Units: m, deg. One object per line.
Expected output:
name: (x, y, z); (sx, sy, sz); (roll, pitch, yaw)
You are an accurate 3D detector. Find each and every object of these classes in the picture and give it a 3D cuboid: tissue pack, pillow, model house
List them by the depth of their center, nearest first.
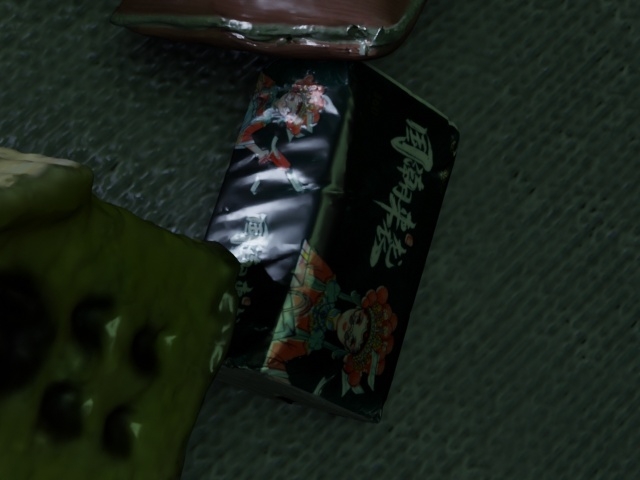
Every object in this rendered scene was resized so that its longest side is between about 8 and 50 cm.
model house: (-0.180, 0.040, 0.512); (0.194, 0.234, 0.174); (12, 83, 26)
tissue pack: (0.000, -0.001, 0.635); (0.103, 0.090, 0.170); (29, 71, -45)
pillow: (-0.002, -0.165, 0.638); (0.171, 0.075, 0.179); (12, 49, 26)
